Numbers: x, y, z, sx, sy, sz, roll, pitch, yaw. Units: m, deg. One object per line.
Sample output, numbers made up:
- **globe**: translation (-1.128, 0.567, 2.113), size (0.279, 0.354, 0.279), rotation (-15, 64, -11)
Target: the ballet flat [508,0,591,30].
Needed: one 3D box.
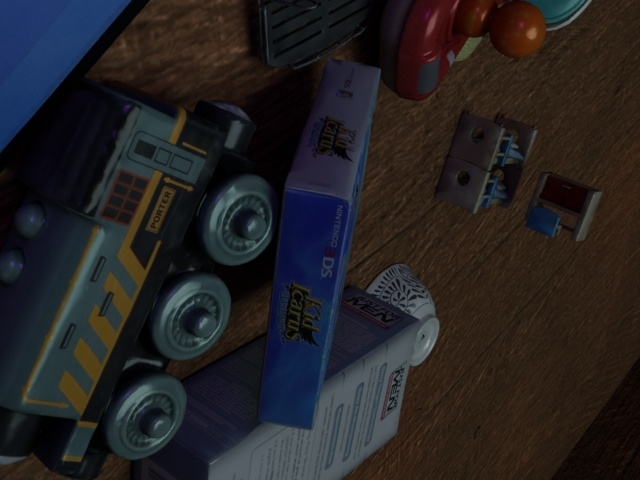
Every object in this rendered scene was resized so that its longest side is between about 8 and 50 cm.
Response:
- **ballet flat**: translation (0.308, -0.452, 1.073), size (0.139, 0.139, 0.400), rotation (-13, 119, -53)

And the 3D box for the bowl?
- **bowl**: translation (0.112, 0.124, 1.257), size (0.170, 0.080, 0.170), rotation (-36, 139, -39)

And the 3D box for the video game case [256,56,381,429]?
- **video game case**: translation (0.000, 0.000, 0.870), size (0.244, 0.061, 0.269), rotation (-78, 177, -54)

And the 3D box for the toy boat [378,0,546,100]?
- **toy boat**: translation (0.170, -0.244, 0.970), size (0.231, 0.151, 0.151), rotation (-57, 163, -22)

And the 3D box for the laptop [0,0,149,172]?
- **laptop**: translation (-0.191, -0.099, 0.475), size (0.136, 0.264, 0.234), rotation (39, 104, -22)

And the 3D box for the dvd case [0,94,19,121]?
- **dvd case**: translation (-0.219, -0.205, 0.540), size (0.179, 0.029, 0.239), rotation (-58, 150, -11)

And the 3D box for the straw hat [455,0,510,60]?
- **straw hat**: translation (0.209, -0.281, 1.117), size (0.144, 0.061, 0.144), rotation (-37, 141, -37)

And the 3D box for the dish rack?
- **dish rack**: translation (0.018, -0.287, 0.802), size (0.208, 0.074, 0.271), rotation (-36, 140, -38)

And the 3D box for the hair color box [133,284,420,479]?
- **hair color box**: translation (-0.042, 0.212, 1.050), size (0.374, 0.113, 0.185), rotation (-25, 133, -47)

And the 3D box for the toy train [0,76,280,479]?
- **toy train**: translation (-0.168, 0.030, 0.707), size (0.190, 0.142, 0.334), rotation (22, 95, -48)

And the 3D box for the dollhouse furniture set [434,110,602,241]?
- **dollhouse furniture set**: translation (0.284, -0.090, 1.256), size (0.129, 0.183, 0.129), rotation (-8, 119, -55)
